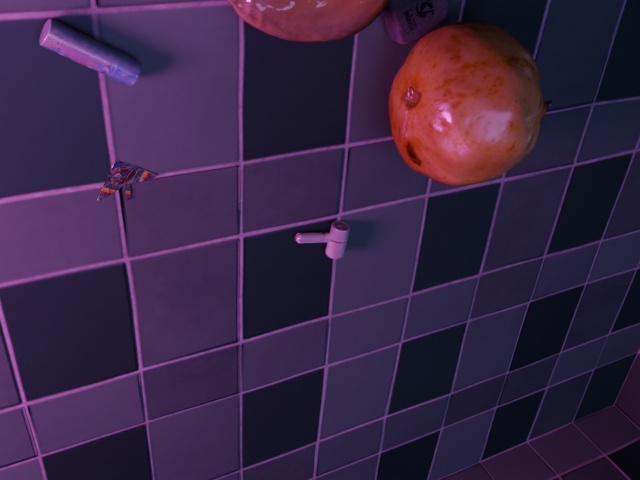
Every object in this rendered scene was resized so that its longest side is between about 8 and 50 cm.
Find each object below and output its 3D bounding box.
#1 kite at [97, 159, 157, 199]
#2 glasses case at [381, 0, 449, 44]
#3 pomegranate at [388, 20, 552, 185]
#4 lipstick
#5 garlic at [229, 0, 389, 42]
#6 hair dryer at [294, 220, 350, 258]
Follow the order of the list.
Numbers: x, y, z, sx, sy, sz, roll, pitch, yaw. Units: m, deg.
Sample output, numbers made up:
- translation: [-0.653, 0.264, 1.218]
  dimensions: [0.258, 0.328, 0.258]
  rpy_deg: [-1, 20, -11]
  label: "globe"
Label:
- translation: [-0.372, -0.115, 1.244]
  dimensions: [0.122, 0.004, 0.090]
  rpy_deg: [-21, 130, -18]
  label: "kite"
- translation: [0.144, -0.528, 1.216]
  dimensions: [0.131, 0.074, 0.323]
  rpy_deg: [-35, 134, -3]
  label: "glasses case"
- translation: [0.314, -0.269, 1.335]
  dimensions: [0.342, 0.342, 0.343]
  rpy_deg: [-16, 129, -21]
  label: "pomegranate"
- translation: [-0.375, -0.307, 1.073]
  dimensions: [0.157, 0.048, 0.048]
  rpy_deg: [20, 110, -39]
  label: "lipstick"
- translation: [-0.037, -0.441, 1.112]
  dimensions: [0.338, 0.151, 0.196]
  rpy_deg: [-10, 152, -3]
  label: "garlic"
- translation: [0.000, 0.000, 1.534]
  dimensions: [0.137, 0.047, 0.082]
  rpy_deg: [-1, 123, -25]
  label: "hair dryer"
